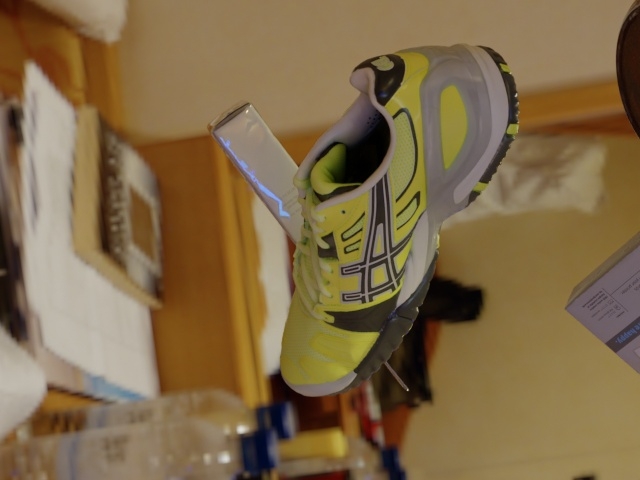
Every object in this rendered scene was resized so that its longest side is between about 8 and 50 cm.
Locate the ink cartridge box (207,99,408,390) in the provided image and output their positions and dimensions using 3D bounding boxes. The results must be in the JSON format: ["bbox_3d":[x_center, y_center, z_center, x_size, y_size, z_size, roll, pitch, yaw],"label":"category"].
[{"bbox_3d":[0.000,0.000,1.729,0.371,0.069,0.176,55,-1,-9],"label":"ink cartridge box"}]

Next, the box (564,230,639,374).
[{"bbox_3d":[0.313,0.068,1.188,0.186,0.145,0.038,41,39,-4],"label":"box"}]

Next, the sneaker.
[{"bbox_3d":[0.029,-0.020,1.342,0.145,0.147,0.385,57,-47,45],"label":"sneaker"}]

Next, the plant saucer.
[{"bbox_3d":[0.288,-0.133,1.220,0.168,0.029,0.168,166,-90,-74],"label":"plant saucer"}]
